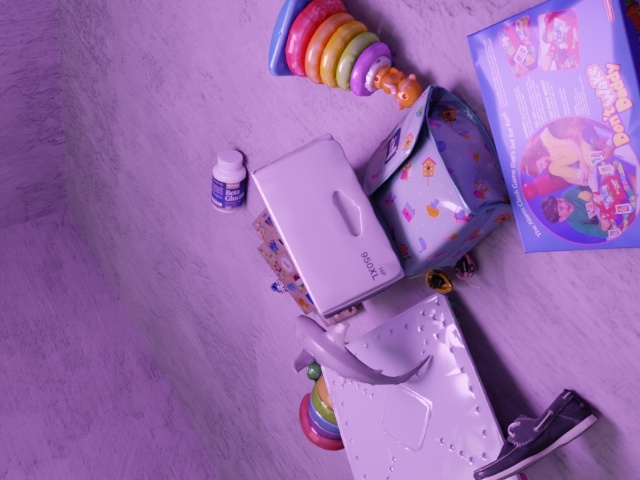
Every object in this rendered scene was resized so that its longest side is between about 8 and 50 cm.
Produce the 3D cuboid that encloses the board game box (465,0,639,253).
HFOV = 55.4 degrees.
[{"bbox_3d":[0.359,-0.160,0.855,0.233,0.078,0.347,-5,104,56],"label":"board game box"}]

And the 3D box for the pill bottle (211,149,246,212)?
[{"bbox_3d":[-0.260,-0.169,1.731,0.094,0.094,0.169,44,141,32],"label":"pill bottle"}]

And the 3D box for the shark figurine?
[{"bbox_3d":[0.061,0.213,1.180,0.278,0.166,0.116,25,113,12],"label":"shark figurine"}]

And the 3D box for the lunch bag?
[{"bbox_3d":[0.188,-0.107,1.062,0.223,0.160,0.262,-51,56,52],"label":"lunch bag"}]

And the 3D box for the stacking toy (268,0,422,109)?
[{"bbox_3d":[0.068,-0.332,1.132,0.302,0.166,0.175,36,124,23],"label":"stacking toy"}]

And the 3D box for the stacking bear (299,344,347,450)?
[{"bbox_3d":[0.061,0.378,1.538,0.175,0.164,0.289,21,122,2],"label":"stacking bear"}]

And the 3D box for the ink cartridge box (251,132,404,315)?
[{"bbox_3d":[0.014,-0.005,1.214,0.285,0.166,0.395,63,177,8],"label":"ink cartridge box"}]

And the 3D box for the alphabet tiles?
[{"bbox_3d":[-0.046,0.063,1.547,0.342,0.011,0.285,54,148,3],"label":"alphabet tiles"}]

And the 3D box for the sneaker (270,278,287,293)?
[{"bbox_3d":[-0.094,0.128,1.702,0.135,0.058,0.052,-15,97,56],"label":"sneaker"}]

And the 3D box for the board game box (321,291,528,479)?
[{"bbox_3d":[0.189,0.361,1.253,0.390,0.050,0.389,-38,59,38],"label":"board game box"}]

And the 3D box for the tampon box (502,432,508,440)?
[{"bbox_3d":[0.296,0.428,1.244,0.161,0.101,0.120,31,108,44],"label":"tampon box"}]

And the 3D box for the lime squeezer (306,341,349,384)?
[{"bbox_3d":[0.009,0.357,1.713,0.110,0.059,0.310,22,131,10],"label":"lime squeezer"}]

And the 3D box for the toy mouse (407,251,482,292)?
[{"bbox_3d":[0.249,0.032,1.169,0.161,0.031,0.143,23,115,41],"label":"toy mouse"}]

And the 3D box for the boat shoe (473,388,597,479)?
[{"bbox_3d":[0.352,0.339,1.037,0.079,0.233,0.084,56,172,27],"label":"boat shoe"}]
